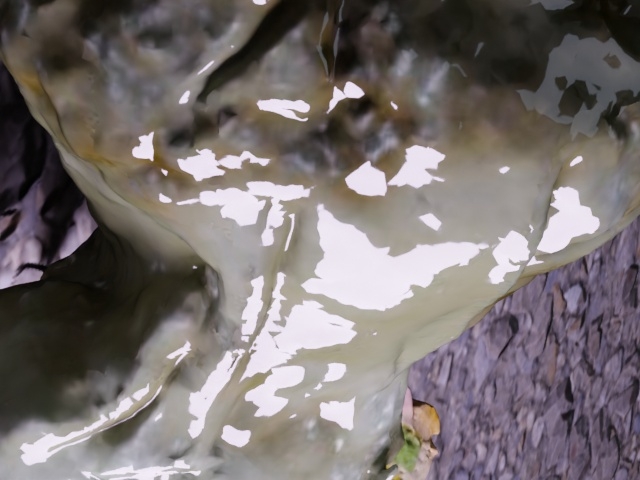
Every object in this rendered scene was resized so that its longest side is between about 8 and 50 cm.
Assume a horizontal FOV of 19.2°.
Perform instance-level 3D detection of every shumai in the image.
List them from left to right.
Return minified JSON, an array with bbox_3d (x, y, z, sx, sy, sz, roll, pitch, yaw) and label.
[{"bbox_3d":[0.000,0.000,0.823,0.292,0.329,0.289,60,37,-81],"label":"shumai"}]

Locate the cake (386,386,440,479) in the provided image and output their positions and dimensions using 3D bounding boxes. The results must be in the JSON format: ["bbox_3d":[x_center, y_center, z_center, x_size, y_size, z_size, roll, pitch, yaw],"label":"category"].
[{"bbox_3d":[-0.012,0.103,1.083,0.109,0.090,0.225,-61,147,-14],"label":"cake"}]
